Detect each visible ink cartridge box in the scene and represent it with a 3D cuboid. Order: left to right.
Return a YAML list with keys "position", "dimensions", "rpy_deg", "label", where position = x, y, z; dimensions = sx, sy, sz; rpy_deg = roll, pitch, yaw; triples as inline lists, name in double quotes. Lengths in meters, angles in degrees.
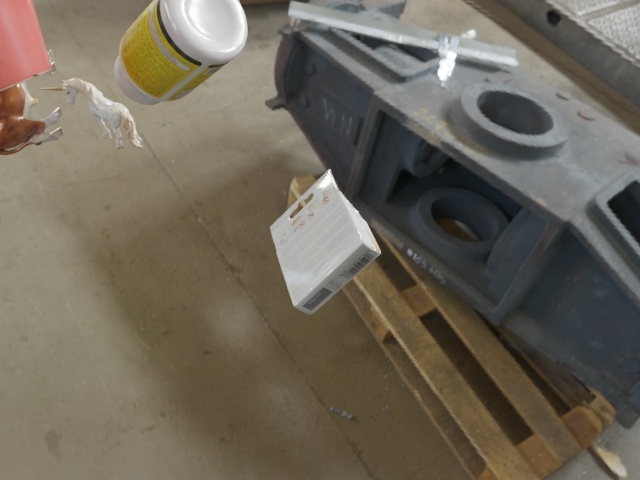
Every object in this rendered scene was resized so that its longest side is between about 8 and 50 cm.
- position: [0.000, 0.000, 0.932]
  dimensions: [0.045, 0.145, 0.179]
  rpy_deg: [32, 25, -35]
  label: "ink cartridge box"

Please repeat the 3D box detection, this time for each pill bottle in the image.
- position: [-0.320, -0.418, 1.367]
  dimensions: [0.188, 0.334, 0.187]
  rpy_deg: [10, 73, -37]
  label: "pill bottle"

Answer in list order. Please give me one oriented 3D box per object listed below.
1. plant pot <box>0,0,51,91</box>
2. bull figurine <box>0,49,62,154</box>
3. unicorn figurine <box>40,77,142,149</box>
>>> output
- position: [-0.644, -0.397, 1.156]
  dimensions: [0.275, 0.243, 0.275]
  rpy_deg: [-17, 25, 8]
  label: "plant pot"
- position: [-0.694, -0.351, 1.415]
  dimensions: [0.189, 0.310, 0.101]
  rpy_deg: [-8, 18, -24]
  label: "bull figurine"
- position: [-0.360, -0.212, 1.041]
  dimensions: [0.162, 0.111, 0.060]
  rpy_deg: [14, 54, 21]
  label: "unicorn figurine"
